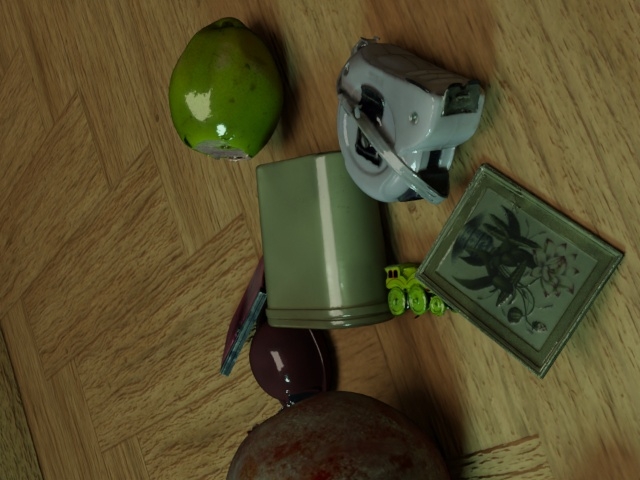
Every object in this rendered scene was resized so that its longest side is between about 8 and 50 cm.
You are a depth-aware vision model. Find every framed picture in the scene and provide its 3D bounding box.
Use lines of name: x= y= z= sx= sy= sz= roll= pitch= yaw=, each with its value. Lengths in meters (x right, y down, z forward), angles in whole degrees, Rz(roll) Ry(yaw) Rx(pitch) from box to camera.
framed picture: x=0.227 y=0.030 z=1.191 sx=0.231 sy=0.010 sz=0.173 roll=39 pitch=105 yaw=42

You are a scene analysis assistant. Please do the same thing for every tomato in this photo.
tomato: x=0.024 y=0.364 z=1.371 sx=0.282 sy=0.316 sz=0.317 roll=-118 pitch=32 yaw=-59

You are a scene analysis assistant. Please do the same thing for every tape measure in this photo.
tape measure: x=0.099 y=-0.146 z=1.291 sx=0.236 sy=0.120 sz=0.197 roll=40 pitch=132 yaw=48

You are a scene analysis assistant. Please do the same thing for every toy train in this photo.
toy train: x=0.175 y=0.061 z=1.296 sx=0.249 sy=0.053 sz=0.085 roll=-5 pitch=90 yaw=55

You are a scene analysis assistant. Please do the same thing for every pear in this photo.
pear: x=-0.145 y=-0.241 z=1.568 sx=0.187 sy=0.187 sz=0.220 roll=0 pitch=78 yaw=55

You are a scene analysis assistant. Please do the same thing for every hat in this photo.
hat: x=-0.062 y=0.195 z=1.640 sx=0.205 sy=0.089 sz=0.206 roll=22 pitch=117 yaw=50

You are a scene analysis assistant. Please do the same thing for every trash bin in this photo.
trash bin: x=0.000 y=0.000 z=1.476 sx=0.243 sy=0.121 sz=0.248 roll=-7 pitch=90 yaw=55

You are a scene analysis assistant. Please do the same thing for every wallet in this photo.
wallet: x=-0.122 y=0.119 z=1.713 sx=0.119 sy=0.025 sz=0.232 roll=-81 pitch=13 yaw=-46
